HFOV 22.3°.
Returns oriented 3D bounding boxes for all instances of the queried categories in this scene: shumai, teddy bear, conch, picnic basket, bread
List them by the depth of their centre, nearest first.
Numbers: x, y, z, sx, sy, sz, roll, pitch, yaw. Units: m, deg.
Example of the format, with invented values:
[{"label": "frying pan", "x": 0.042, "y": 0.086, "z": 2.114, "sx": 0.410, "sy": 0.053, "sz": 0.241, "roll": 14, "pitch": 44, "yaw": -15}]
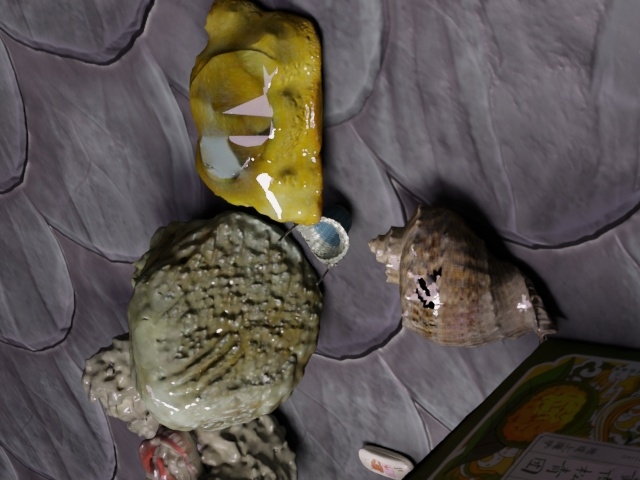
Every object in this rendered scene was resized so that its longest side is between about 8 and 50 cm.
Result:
[{"label": "conch", "x": 0.143, "y": 0.045, "z": 1.639, "sx": 0.207, "sy": 0.130, "sz": 0.155, "roll": 21, "pitch": 177, "yaw": 3}, {"label": "bread", "x": -0.071, "y": -0.130, "z": 1.681, "sx": 0.161, "sy": 0.088, "sz": 0.233, "roll": 15, "pitch": 117, "yaw": 27}, {"label": "picnic basket", "x": 0.000, "y": 0.000, "z": 1.748, "sx": 0.065, "sy": 0.083, "sz": 0.083, "roll": 53, "pitch": 149, "yaw": -14}, {"label": "shumai", "x": -0.131, "y": 0.108, "z": 1.882, "sx": 0.225, "sy": 0.260, "sz": 0.222, "roll": 22, "pitch": 156, "yaw": -17}, {"label": "teddy bear", "x": -0.164, "y": 0.327, "z": 2.145, "sx": 0.357, "sy": 0.224, "sz": 0.367, "roll": 56, "pitch": 153, "yaw": 27}]

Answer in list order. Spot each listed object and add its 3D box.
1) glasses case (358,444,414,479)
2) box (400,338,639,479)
[{"label": "glasses case", "x": 0.081, "y": 0.270, "z": 1.969, "sx": 0.083, "sy": 0.021, "sz": 0.032, "roll": 13, "pitch": 130, "yaw": 42}, {"label": "box", "x": 0.268, "y": 0.259, "z": 1.429, "sx": 0.420, "sy": 0.373, "sz": 0.138, "roll": 6, "pitch": 126, "yaw": 46}]
